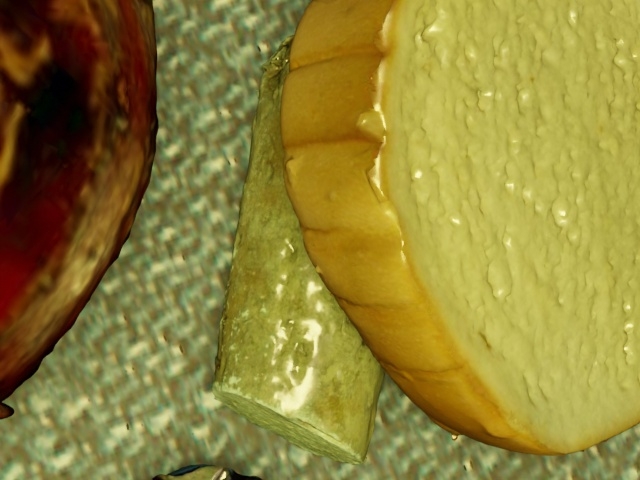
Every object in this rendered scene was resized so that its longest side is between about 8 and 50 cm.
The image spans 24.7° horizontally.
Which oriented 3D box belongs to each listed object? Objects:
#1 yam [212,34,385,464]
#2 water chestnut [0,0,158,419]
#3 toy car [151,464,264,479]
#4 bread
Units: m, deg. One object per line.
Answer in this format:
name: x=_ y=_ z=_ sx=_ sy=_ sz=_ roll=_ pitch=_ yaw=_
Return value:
yam: x=0.000 y=0.000 z=0.617 sx=0.078 sy=0.078 sz=0.179 roll=12 pitch=80 yaw=-9
water chestnut: x=-0.207 y=-0.062 z=0.457 sx=0.335 sy=0.347 sz=0.335 roll=1 pitch=87 yaw=-19
toy car: x=-0.004 y=0.180 z=0.591 sx=0.216 sy=0.063 sz=0.103 roll=42 pitch=76 yaw=-8
bread: x=0.084 y=-0.032 z=0.594 sx=0.236 sy=0.070 sz=0.236 roll=2 pitch=87 yaw=-40
